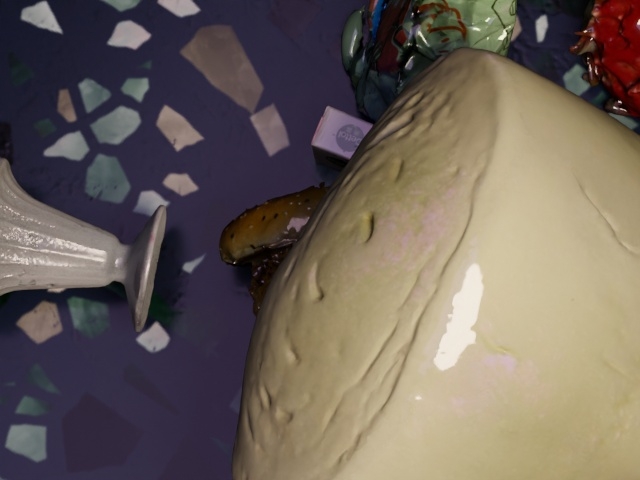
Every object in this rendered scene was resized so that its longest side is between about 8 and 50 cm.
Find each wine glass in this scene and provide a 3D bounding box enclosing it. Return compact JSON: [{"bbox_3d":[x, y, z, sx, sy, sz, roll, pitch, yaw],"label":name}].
[{"bbox_3d":[-0.258,0.010,1.773,0.196,0.165,0.165,11,81,1],"label":"wine glass"}]

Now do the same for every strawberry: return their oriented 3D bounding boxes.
[{"bbox_3d":[0.391,-0.227,1.792,0.280,0.150,0.253,26,83,8],"label":"strawberry"}]

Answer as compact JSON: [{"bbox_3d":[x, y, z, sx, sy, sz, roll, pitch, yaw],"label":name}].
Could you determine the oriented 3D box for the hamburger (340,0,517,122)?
[{"bbox_3d":[0.136,-0.228,1.783,0.150,0.260,0.276,19,116,-18],"label":"hamburger"}]

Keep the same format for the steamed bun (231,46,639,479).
[{"bbox_3d":[0.156,0.084,1.600,0.371,0.290,0.456,26,85,-35],"label":"steamed bun"}]

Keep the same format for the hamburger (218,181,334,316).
[{"bbox_3d":[0.000,0.000,1.761,0.185,0.177,0.113,-31,72,24],"label":"hamburger"}]

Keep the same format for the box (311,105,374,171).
[{"bbox_3d":[0.056,-0.083,1.809,0.125,0.089,0.043,22,82,7],"label":"box"}]
